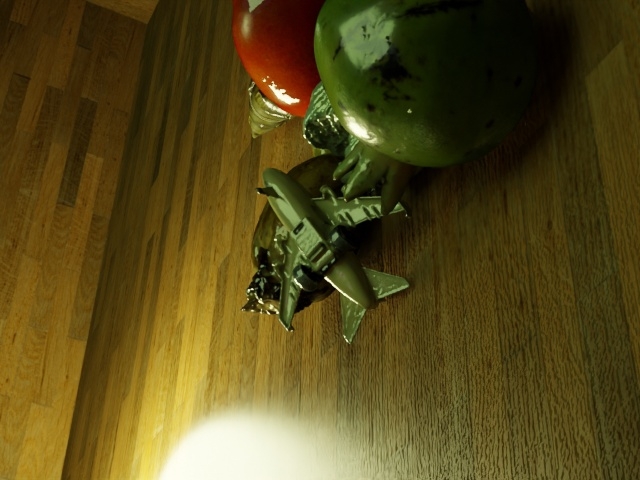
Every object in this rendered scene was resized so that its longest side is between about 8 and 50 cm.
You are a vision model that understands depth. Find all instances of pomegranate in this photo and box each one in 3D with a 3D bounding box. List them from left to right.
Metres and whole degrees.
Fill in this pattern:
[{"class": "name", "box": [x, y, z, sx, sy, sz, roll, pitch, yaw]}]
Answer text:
[{"class": "pomegranate", "box": [0.108, -0.183, 1.267, 0.260, 0.260, 0.340, -103, 31, -56]}]

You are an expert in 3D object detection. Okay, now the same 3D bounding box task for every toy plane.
[{"class": "toy plane", "box": [0.000, 0.000, 1.438, 0.242, 0.256, 0.104, -47, -13, 23]}]

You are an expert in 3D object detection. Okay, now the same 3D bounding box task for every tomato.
[{"class": "tomato", "box": [-0.005, -0.345, 1.724, 0.226, 0.298, 0.298, 1, 69, 27]}]

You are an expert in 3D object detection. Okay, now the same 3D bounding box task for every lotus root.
[{"class": "lotus root", "box": [-0.010, -0.022, 1.589, 0.169, 0.141, 0.314, -16, 49, 62]}]

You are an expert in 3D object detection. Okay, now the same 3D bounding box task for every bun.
[{"class": "bun", "box": [0.080, -0.155, 1.483, 0.204, 0.126, 0.212, -26, 51, 30]}]

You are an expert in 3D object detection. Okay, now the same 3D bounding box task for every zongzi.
[{"class": "zongzi", "box": [-0.070, -0.331, 2.088, 0.241, 0.111, 0.247, 155, 136, -72]}]

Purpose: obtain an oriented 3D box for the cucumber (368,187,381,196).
[{"class": "cucumber", "box": [0.082, -0.111, 1.577, 0.135, 0.034, 0.033, -92, 23, -46]}]
